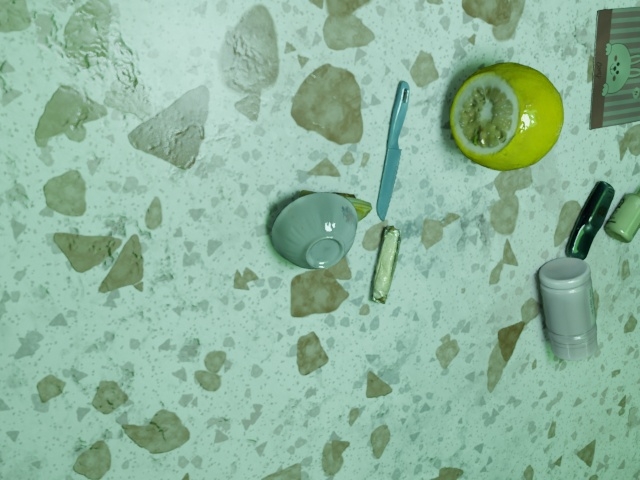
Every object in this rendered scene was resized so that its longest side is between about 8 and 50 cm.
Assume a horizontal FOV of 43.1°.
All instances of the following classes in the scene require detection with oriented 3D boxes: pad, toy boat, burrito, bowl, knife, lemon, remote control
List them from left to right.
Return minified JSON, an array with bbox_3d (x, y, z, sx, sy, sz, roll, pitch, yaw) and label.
[{"bbox_3d":[0.000,0.000,1.651,0.189,0.086,0.189,-10,130,-12],"label":"bowl"},{"bbox_3d":[0.033,-0.073,1.706,0.172,0.066,0.065,7,131,-30],"label":"toy boat"},{"bbox_3d":[0.149,0.057,1.834,0.045,0.041,0.185,14,101,8],"label":"burrito"},{"bbox_3d":[0.160,-0.193,1.776,0.044,0.019,0.313,1,107,-35],"label":"knife"},{"bbox_3d":[0.422,-0.271,1.781,0.219,0.240,0.240,-6,108,-43],"label":"lemon"},{"bbox_3d":[0.717,-0.051,2.147,0.072,0.042,0.222,22,92,-32],"label":"remote control"},{"bbox_3d":[0.770,-0.443,2.078,0.202,0.005,0.300,-12,111,-28],"label":"pad"}]

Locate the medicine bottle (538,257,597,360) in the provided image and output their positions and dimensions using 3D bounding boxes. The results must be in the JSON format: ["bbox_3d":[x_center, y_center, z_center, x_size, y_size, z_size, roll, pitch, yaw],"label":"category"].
[{"bbox_3d":[0.654,0.181,2.127,0.133,0.133,0.250,-26,116,-23],"label":"medicine bottle"}]

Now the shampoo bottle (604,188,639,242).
[{"bbox_3d":[0.845,-0.077,2.195,0.079,0.079,0.162,36,85,-34],"label":"shampoo bottle"}]
